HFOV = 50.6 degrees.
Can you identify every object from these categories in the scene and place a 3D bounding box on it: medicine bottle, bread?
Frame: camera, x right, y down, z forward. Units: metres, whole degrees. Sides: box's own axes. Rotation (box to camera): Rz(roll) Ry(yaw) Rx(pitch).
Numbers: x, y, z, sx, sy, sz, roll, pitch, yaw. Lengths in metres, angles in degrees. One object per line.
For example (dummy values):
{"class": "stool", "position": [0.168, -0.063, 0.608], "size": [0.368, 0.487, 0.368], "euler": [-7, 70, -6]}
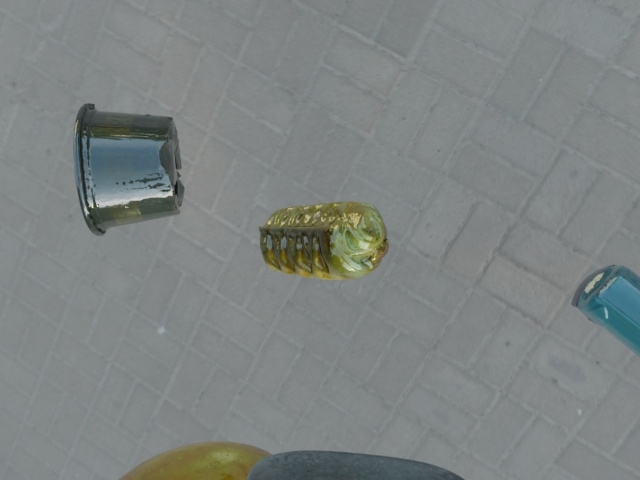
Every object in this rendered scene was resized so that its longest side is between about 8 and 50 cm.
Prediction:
{"class": "medicine bottle", "position": [0.438, 0.126, 0.854], "size": [0.079, 0.124, 0.258], "euler": [-48, 66, 1]}
{"class": "bread", "position": [0.001, -0.001, 0.912], "size": [0.087, 0.269, 0.098], "euler": [46, 70, -20]}

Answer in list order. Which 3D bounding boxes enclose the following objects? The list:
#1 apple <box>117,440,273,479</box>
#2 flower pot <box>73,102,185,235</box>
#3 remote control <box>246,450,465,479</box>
{"class": "apple", "position": [-0.158, 0.490, 0.983], "size": [0.374, 0.374, 0.384], "euler": [-34, 70, 22]}
{"class": "flower pot", "position": [-0.221, -0.085, 0.809], "size": [0.107, 0.157, 0.157], "euler": [-2, 103, -4]}
{"class": "remote control", "position": [-0.002, 0.180, 0.142], "size": [0.107, 0.377, 0.044], "euler": [-1, 110, 7]}
